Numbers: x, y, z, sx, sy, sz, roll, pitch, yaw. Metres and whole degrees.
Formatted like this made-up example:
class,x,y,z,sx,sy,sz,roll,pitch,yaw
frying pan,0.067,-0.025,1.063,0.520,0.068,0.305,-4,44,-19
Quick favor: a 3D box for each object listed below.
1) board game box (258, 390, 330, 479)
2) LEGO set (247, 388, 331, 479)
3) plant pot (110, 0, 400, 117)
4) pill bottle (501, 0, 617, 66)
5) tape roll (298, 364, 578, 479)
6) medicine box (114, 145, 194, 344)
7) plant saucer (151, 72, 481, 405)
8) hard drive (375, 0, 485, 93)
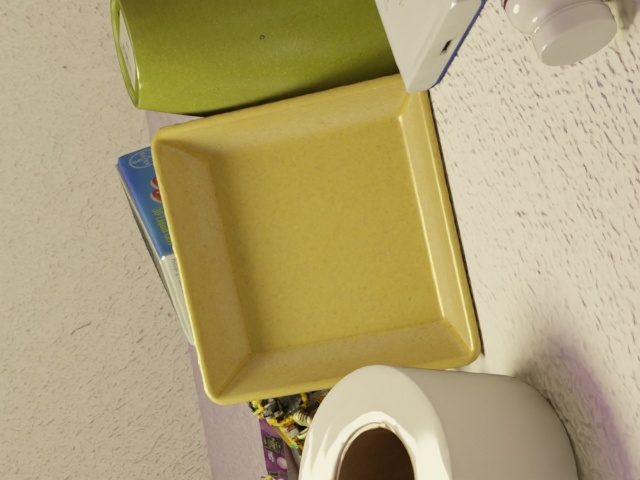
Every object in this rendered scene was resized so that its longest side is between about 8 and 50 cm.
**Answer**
class,x,y,z,sx,sy,sz,roll,pitch,yaw
board game box,0.000,0.248,2.083,0.056,0.208,0.347,11,122,33
LEGO set,0.029,0.218,1.806,0.192,0.255,0.331,54,-164,-41
plant pot,-0.087,-0.248,1.743,0.275,0.293,0.275,166,90,-76
pill bottle,0.175,-0.218,1.169,0.086,0.086,0.152,109,144,-65
tape roll,0.115,0.251,1.495,0.246,0.169,0.246,-14,72,53
medicine box,-0.087,-0.038,1.936,0.263,0.289,0.149,-123,14,-53
plant saucer,0.000,0.000,1.717,0.081,0.332,0.333,-25,-77,-73
hard drive,0.078,-0.338,1.533,0.210,0.040,0.319,118,137,-69
